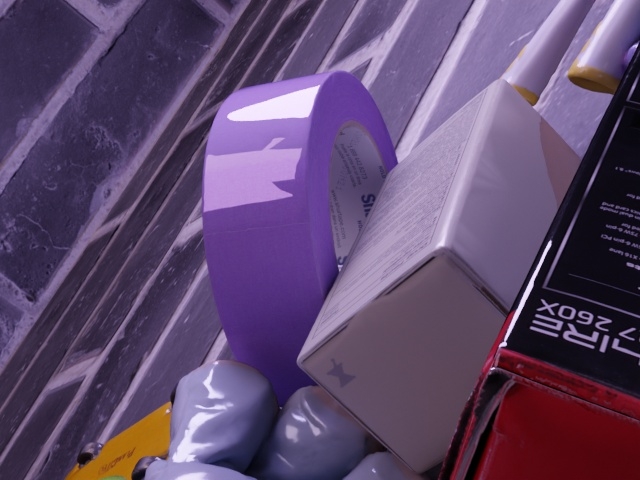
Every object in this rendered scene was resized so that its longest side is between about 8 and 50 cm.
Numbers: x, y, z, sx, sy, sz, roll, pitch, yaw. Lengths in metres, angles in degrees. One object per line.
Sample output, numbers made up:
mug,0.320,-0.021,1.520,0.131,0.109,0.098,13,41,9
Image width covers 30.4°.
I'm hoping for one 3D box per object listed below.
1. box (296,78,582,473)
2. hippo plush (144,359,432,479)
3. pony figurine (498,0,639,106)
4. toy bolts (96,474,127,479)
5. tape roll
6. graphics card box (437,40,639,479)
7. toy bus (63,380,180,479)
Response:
box,0.106,0.012,0.881,0.148,0.121,0.311,-40,11,31
hippo plush,-0.052,0.258,0.816,0.294,0.234,0.236,-47,-25,-58
pony figurine,0.289,-0.270,0.911,0.351,0.303,0.363,-156,90,-81
toy bolts,-0.247,0.334,0.980,0.218,0.159,0.228,-40,59,40
tape roll,0.000,0.000,0.987,0.090,0.274,0.274,-7,37,20
graphics card box,0.122,0.067,0.496,0.371,0.094,0.232,-50,-24,-59
toy bus,-0.167,0.253,1.140,0.333,0.130,0.108,-35,22,41
